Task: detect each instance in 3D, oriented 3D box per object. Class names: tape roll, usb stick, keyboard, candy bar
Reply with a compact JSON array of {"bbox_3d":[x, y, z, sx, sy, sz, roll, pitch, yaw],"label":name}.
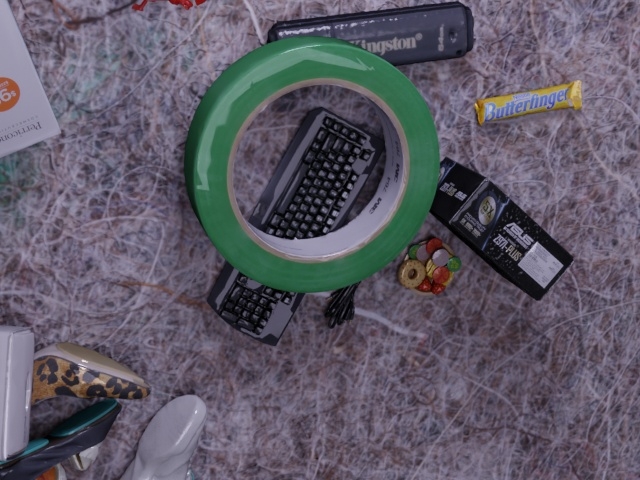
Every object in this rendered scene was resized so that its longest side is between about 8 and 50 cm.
[{"bbox_3d":[-0.010,-0.095,1.647,0.321,0.077,0.321,-5,108,-15],"label":"tape roll"},{"bbox_3d":[0.065,-0.259,1.681,0.277,0.045,0.077,-9,106,-14],"label":"usb stick"},{"bbox_3d":[0.000,0.000,1.741,0.201,0.033,0.317,26,97,-21],"label":"keyboard"},{"bbox_3d":[0.285,-0.188,1.779,0.161,0.018,0.040,-11,107,-14],"label":"candy bar"}]

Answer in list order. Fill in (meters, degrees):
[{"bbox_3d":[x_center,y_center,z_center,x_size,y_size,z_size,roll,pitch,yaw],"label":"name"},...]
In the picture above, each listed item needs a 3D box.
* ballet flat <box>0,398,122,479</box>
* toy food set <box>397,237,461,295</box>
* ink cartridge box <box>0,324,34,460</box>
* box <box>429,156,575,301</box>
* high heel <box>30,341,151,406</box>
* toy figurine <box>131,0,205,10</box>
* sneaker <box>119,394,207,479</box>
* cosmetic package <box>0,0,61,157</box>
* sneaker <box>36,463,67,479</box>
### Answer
[{"bbox_3d":[-0.339,0.275,1.673,0.203,0.074,0.074,-26,112,-34],"label":"ballet flat"},{"bbox_3d":[0.152,0.037,1.800,0.083,0.020,0.083,29,95,-21],"label":"toy food set"},{"bbox_3d":[-0.466,0.179,1.570,0.217,0.092,0.159,3,90,2],"label":"ink cartridge box"},{"bbox_3d":[0.231,-0.017,1.740,0.180,0.147,0.077,40,91,-21],"label":"box"},{"bbox_3d":[-0.360,0.221,1.656,0.261,0.093,0.186,15,94,-3],"label":"high heel"},{"bbox_3d":[-0.161,-0.475,1.538,0.217,0.191,0.363,-33,106,-38],"label":"toy figurine"},{"bbox_3d":[-0.200,0.304,1.750,0.094,0.080,0.212,27,103,-33],"label":"sneaker"},{"bbox_3d":[-0.520,-0.181,1.459,0.377,0.097,0.284,-24,134,-9],"label":"cosmetic package"},{"bbox_3d":[-0.362,0.374,1.719,0.067,0.064,0.175,-16,98,-27],"label":"sneaker"}]
